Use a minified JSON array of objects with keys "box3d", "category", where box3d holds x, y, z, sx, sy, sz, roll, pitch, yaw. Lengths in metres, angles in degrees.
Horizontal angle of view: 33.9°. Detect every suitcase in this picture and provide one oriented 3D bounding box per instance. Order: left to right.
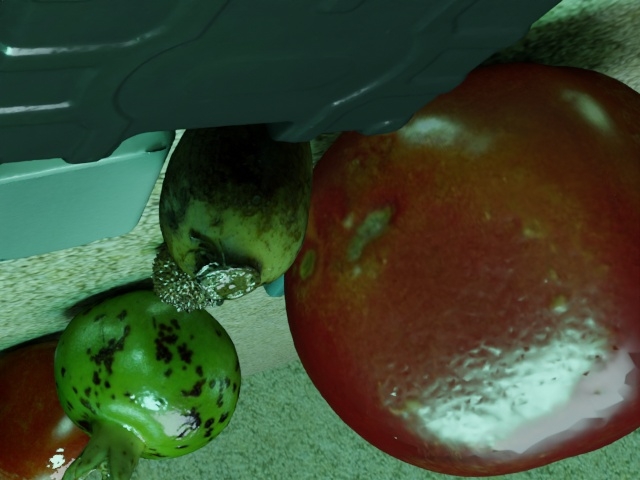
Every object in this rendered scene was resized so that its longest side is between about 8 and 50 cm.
[{"box3d":[-0.031,-0.104,0.487,0.285,0.066,0.206,-9,167,-33],"category":"suitcase"}]

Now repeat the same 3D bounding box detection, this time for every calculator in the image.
[{"box3d":[-0.172,-0.036,0.665,0.141,0.045,0.246,-13,168,-19],"category":"calculator"}]

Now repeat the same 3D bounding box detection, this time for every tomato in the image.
[{"box3d":[-0.366,0.227,1.308,0.139,0.200,0.233,4,159,-24],"category":"tomato"},{"box3d":[0.139,0.027,0.803,0.325,0.290,0.293,-27,163,17],"category":"tomato"}]

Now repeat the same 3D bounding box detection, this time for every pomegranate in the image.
[{"box3d":[-0.201,0.170,1.160,0.211,0.263,0.211,14,144,10],"category":"pomegranate"}]

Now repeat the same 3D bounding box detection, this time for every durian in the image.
[{"box3d":[-0.130,0.036,1.016,0.091,0.080,0.080,-19,169,27],"category":"durian"}]

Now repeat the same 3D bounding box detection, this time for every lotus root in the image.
[{"box3d":[-0.047,-0.035,0.624,0.089,0.179,0.080,24,128,-13],"category":"lotus root"}]

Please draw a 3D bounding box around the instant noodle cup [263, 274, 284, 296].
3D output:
[{"box3d":[0.000,0.000,1.046,0.157,0.070,0.179,-15,168,-15],"category":"instant noodle cup"}]
